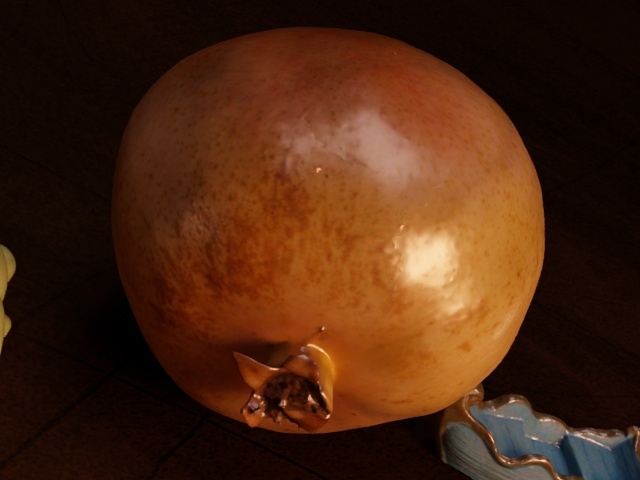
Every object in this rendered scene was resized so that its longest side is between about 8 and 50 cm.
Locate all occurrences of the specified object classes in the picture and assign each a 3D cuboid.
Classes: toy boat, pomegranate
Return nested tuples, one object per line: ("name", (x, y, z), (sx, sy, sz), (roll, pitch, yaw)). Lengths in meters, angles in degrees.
("toy boat", (0.165, 0.146, 1.411), (0.185, 0.077, 0.075), (16, 31, -20))
("pomegranate", (0.000, 0.000, 1.301), (0.319, 0.319, 0.319), (21, 29, -12))

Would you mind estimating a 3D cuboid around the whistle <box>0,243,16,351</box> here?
("whistle", (-0.246, 0.051, 1.211), (0.105, 0.085, 0.227), (17, 29, -18))
